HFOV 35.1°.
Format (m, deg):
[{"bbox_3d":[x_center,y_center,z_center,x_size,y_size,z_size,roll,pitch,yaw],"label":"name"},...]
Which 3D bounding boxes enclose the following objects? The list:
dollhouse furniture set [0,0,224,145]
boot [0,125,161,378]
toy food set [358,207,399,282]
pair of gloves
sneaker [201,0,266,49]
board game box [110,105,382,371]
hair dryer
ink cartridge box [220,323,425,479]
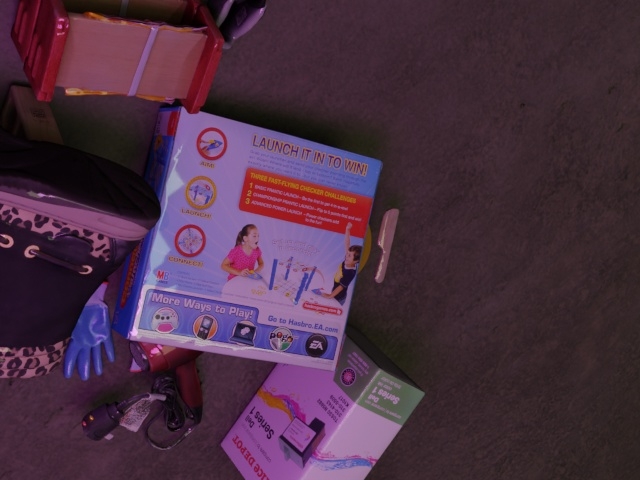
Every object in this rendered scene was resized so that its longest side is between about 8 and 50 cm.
[{"bbox_3d":[-0.284,-0.141,1.234,0.201,0.152,0.374,2,130,-33],"label":"dollhouse furniture set"},{"bbox_3d":[-0.400,0.004,1.117,0.378,0.138,0.284,15,124,-29],"label":"boot"},{"bbox_3d":[0.000,0.000,1.501,0.218,0.071,0.128,4,95,-27],"label":"toy food set"},{"bbox_3d":[-0.277,0.122,1.427,0.198,0.023,0.159,0,114,-31],"label":"pair of gloves"},{"bbox_3d":[-0.093,-0.339,1.232,0.086,0.132,0.228,5,111,-34],"label":"sneaker"},{"bbox_3d":[-0.095,0.003,1.362,0.308,0.086,0.301,13,89,-28],"label":"board game box"},{"bbox_3d":[-0.204,0.175,1.468,0.293,0.080,0.224,-49,152,8],"label":"hair dryer"},{"bbox_3d":[-0.002,0.278,1.564,0.117,0.201,0.278,32,96,-38],"label":"ink cartridge box"}]
